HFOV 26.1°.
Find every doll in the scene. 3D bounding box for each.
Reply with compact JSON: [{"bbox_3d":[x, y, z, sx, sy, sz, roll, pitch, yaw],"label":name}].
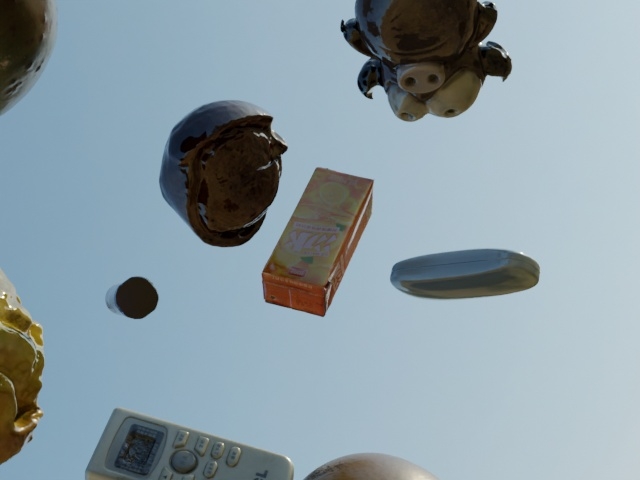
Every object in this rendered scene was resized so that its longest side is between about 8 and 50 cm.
[{"bbox_3d":[0.115,-0.227,1.519,0.257,0.182,0.117,74,-164,-51],"label":"doll"}]

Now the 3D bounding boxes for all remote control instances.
[{"bbox_3d":[-0.120,0.219,1.308,0.029,0.190,0.087,101,-172,-46],"label":"remote control"}]

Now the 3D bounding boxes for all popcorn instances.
[{"bbox_3d":[-0.522,0.159,1.688,0.381,0.349,0.349,-41,-19,28],"label":"popcorn"}]

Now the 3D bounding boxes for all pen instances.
[{"bbox_3d":[-0.160,0.047,1.147,0.033,0.033,0.269,-46,6,-9],"label":"pen"}]

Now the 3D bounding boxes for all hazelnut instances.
[{"bbox_3d":[-0.133,-0.095,1.859,0.170,0.160,0.202,-58,-11,-31],"label":"hazelnut"}]

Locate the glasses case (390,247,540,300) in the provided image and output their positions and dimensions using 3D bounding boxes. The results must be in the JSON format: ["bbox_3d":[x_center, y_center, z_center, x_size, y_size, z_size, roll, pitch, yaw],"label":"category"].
[{"bbox_3d":[0.160,0.038,1.542,0.067,0.178,0.045,32,-121,-46],"label":"glasses case"}]

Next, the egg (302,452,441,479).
[{"bbox_3d":[0.075,0.412,1.620,0.282,0.351,0.283,-12,-39,-10],"label":"egg"}]

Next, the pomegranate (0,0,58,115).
[{"bbox_3d":[-0.457,-0.233,1.575,0.291,0.290,0.323,61,-133,-63],"label":"pomegranate"}]

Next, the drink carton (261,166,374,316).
[{"bbox_3d":[0.000,0.000,1.995,0.071,0.096,0.223,88,-158,-46],"label":"drink carton"}]
